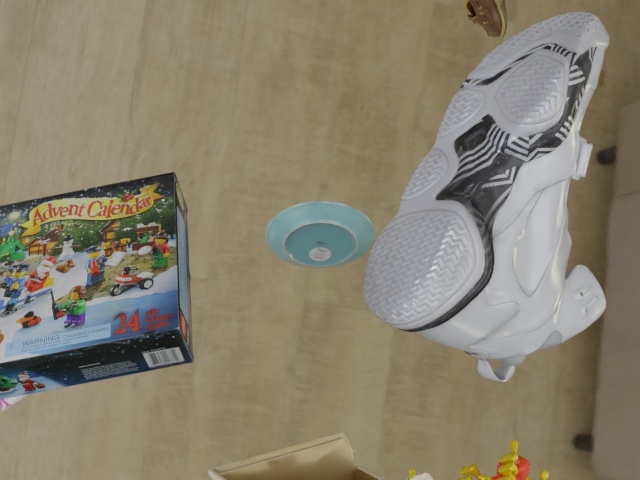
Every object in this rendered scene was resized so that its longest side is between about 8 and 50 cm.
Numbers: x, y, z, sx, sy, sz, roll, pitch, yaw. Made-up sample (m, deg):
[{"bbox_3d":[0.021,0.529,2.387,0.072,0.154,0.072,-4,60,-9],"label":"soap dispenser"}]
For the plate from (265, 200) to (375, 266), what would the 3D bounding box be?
[{"bbox_3d":[0.000,0.000,1.625,0.188,0.188,0.024,11,50,-17],"label":"plate"}]

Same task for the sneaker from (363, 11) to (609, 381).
[{"bbox_3d":[0.207,-0.036,0.959,0.210,0.137,0.365,38,79,-33],"label":"sneaker"}]

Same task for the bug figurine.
[{"bbox_3d":[0.134,0.340,1.105,0.072,0.279,0.216,43,51,-14],"label":"bug figurine"}]

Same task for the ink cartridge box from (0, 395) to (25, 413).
[{"bbox_3d":[-0.521,0.194,1.443,0.278,0.201,0.117,-36,107,-16],"label":"ink cartridge box"}]

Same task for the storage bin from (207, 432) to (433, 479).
[{"bbox_3d":[0.007,0.397,1.419,0.261,0.262,0.123,-11,97,-26],"label":"storage bin"}]

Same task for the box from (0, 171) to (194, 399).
[{"bbox_3d":[-0.215,0.038,0.715,0.233,0.044,0.159,-11,48,1],"label":"box"}]

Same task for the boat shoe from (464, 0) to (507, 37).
[{"bbox_3d":[0.248,-0.358,1.438,0.060,0.178,0.064,-8,75,12],"label":"boat shoe"}]
